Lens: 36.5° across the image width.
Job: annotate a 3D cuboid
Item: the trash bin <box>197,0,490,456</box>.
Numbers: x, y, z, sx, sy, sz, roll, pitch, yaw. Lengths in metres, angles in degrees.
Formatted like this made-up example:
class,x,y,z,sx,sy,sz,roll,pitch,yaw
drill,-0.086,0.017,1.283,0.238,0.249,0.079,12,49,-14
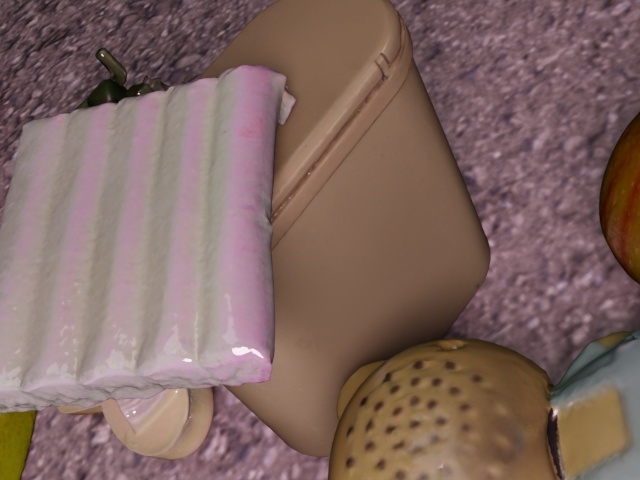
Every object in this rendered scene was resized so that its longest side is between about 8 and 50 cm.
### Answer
class,x,y,z,sx,sy,sz,roll,pitch,yaw
trash bin,0.000,0.000,0.649,0.121,0.247,0.243,24,68,40

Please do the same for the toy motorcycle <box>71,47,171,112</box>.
class,x,y,z,sx,sy,sz,roll,pitch,yaw
toy motorcycle,-0.131,-0.046,0.816,0.127,0.205,0.275,-52,28,-13

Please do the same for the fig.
class,x,y,z,sx,sy,sz,roll,pitch,yaw
fig,0.232,-0.037,0.593,0.142,0.186,0.148,-41,35,17

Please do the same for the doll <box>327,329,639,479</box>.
class,x,y,z,sx,sy,sz,roll,pitch,yaw
doll,0.128,0.131,0.528,0.260,0.161,0.177,-11,51,19

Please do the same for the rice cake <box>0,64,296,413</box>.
class,x,y,z,sx,sy,sz,roll,pitch,yaw
rice cake,-0.099,-0.007,0.515,0.189,0.037,0.198,-10,52,22

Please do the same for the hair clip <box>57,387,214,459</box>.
class,x,y,z,sx,sy,sz,roll,pitch,yaw
hair clip,-0.161,0.093,0.780,0.159,0.071,0.218,-49,55,13

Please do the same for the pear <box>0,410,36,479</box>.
class,x,y,z,sx,sy,sz,roll,pitch,yaw
pear,-0.374,0.123,0.831,0.292,0.159,0.292,-16,45,17
